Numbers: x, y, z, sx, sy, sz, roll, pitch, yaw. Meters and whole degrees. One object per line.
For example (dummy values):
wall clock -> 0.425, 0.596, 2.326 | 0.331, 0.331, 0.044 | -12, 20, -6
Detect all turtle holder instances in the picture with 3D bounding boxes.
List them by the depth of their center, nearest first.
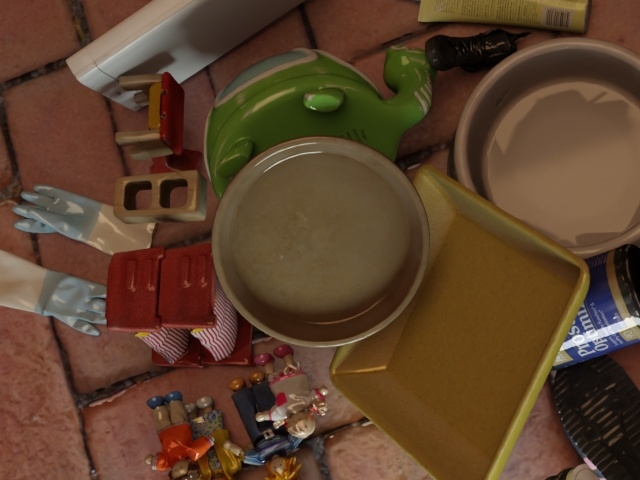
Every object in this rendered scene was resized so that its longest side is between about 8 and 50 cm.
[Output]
turtle holder -> -0.013, -0.166, 1.807 | 0.320, 0.243, 0.227 | -49, 31, 19

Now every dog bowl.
dog bowl -> 0.337, -0.114, 1.789 | 0.349, 0.102, 0.348 | -3, 77, 12

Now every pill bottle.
pill bottle -> 0.321, 0.095, 1.706 | 0.219, 0.123, 0.122 | -24, 71, 30

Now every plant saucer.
plant saucer -> 0.183, 0.115, 1.691 | 0.333, 0.081, 0.332 | 38, 109, 47
plant saucer -> 0.000, 0.000, 1.704 | 0.278, 0.041, 0.277 | 0, 104, -2

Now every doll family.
doll family -> -0.101, 0.266, 1.800 | 0.263, 0.118, 0.163 | -23, 55, 2

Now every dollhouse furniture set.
dollhouse furniture set -> -0.182, -0.026, 1.842 | 0.152, 0.201, 0.374 | -4, 71, 13

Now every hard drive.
hard drive -> -0.161, -0.310, 1.870 | 0.353, 0.233, 0.047 | -33, 79, 8

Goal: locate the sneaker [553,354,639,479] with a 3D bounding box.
sneaker -> 0.397, 0.283, 1.683 | 0.112, 0.131, 0.319 | -31, 49, 6

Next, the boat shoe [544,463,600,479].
boat shoe -> 0.348, 0.401, 1.686 | 0.079, 0.084, 0.233 | -30, 75, 44

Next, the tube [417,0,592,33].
tube -> 0.259, -0.340, 1.882 | 0.240, 0.062, 0.070 | 10, 61, 15

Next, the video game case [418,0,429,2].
video game case -> 0.082, -0.462, 1.938 | 0.212, 0.023, 0.193 | 17, 103, 16

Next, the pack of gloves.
pack of gloves -> -0.376, 0.023, 1.950 | 0.232, 0.046, 0.195 | 16, 80, 16

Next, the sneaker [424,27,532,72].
sneaker -> 0.220, -0.266, 1.834 | 0.089, 0.170, 0.051 | -19, 81, 34
